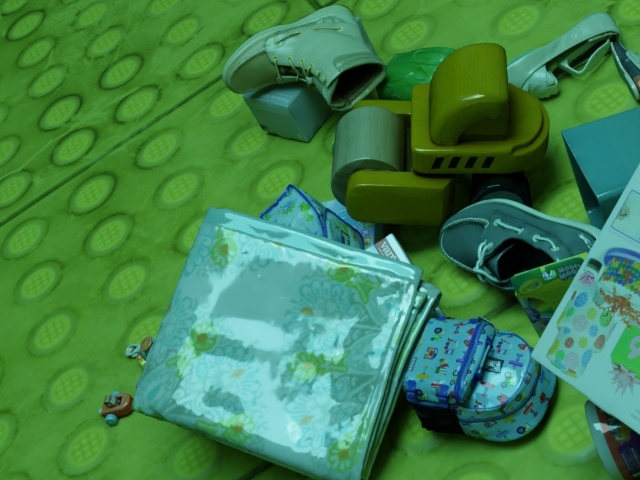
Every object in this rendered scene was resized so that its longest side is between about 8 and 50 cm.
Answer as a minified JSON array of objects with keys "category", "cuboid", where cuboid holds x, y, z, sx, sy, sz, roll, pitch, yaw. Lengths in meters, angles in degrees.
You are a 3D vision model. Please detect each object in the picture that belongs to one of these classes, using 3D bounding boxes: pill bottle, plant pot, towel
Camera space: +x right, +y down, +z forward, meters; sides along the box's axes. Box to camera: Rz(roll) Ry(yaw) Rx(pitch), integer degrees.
[{"category":"pill bottle","cuboid":[0.426,0.211,1.628,0.193,0.108,0.108,-22,40,15]},{"category":"plant pot","cuboid":[0.484,-0.089,1.871,0.234,0.166,0.165,-21,39,5]},{"category":"towel","cuboid":[-0.050,0.146,1.904,0.374,0.090,0.321,17,76,20]}]

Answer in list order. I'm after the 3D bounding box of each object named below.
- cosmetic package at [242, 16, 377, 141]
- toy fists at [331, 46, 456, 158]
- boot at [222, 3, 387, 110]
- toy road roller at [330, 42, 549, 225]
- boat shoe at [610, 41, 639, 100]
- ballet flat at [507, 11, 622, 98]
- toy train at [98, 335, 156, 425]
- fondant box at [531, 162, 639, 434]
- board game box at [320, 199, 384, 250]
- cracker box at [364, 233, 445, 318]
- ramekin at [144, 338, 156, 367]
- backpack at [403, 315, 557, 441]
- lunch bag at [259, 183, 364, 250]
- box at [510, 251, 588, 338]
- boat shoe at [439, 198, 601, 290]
[{"category":"cosmetic package","cuboid":[-0.018,-0.303,2.500,0.127,0.107,0.238,15,57,40]},{"category":"toy fists","cuboid":[0.142,-0.216,2.300,0.142,0.096,0.279,2,51,54]},{"category":"boot","cuboid":[-0.029,-0.291,2.357,0.262,0.095,0.203,-24,45,-4]},{"category":"toy road roller","cuboid":[0.180,-0.170,2.052,0.329,0.241,0.203,0,45,4]},{"category":"boat shoe","cuboid":[0.494,-0.273,2.139,0.043,0.049,0.137,-24,41,8]},{"category":"ballet flat","cuboid":[0.385,-0.285,2.214,0.248,0.086,0.086,-34,38,-1]},{"category":"toy train","cuboid":[-0.304,0.217,2.204,0.125,0.046,0.166,-13,43,25]},{"category":"fondant box","cuboid":[0.418,0.056,1.532,0.238,0.096,0.330,37,100,48]},{"category":"board game box","cuboid":[0.001,0.015,2.173,0.211,0.039,0.160,-11,59,26]},{"category":"cracker box","cuboid":[0.052,0.119,1.981,0.232,0.067,0.156,-32,68,4]},{"category":"ramekin","cuboid":[-0.155,0.195,2.067,0.207,0.109,0.207,-20,40,17]},{"category":"backpack","cuboid":[0.218,0.184,1.804,0.173,0.117,0.158,6,54,37]},{"category":"lunch bag","cuboid":[0.000,0.000,2.072,0.096,0.129,0.151,-46,50,6]},{"category":"box","cuboid":[0.325,0.086,1.777,0.105,0.179,0.043,-18,41,19]},{"category":"boat shoe","cuboid":[0.264,0.014,1.910,0.099,0.116,0.319,-21,19,-33]}]
